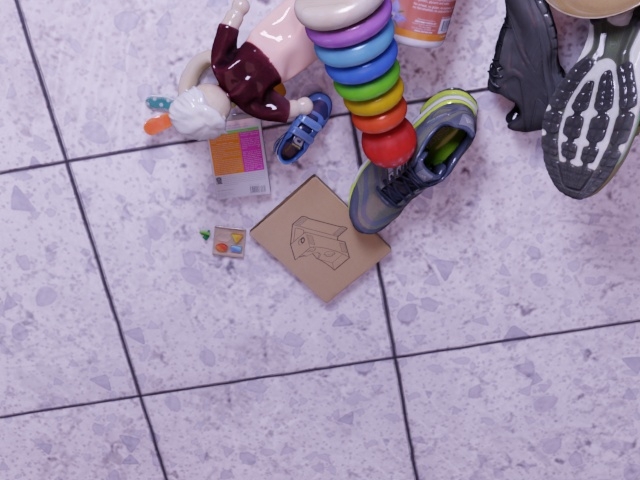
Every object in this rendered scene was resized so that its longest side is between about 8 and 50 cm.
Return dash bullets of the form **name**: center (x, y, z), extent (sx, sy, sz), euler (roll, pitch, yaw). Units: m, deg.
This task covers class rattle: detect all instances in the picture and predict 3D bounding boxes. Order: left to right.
- **rattle**: center (-0.183, -0.232, 1.764), extent (0.200, 0.143, 0.130), euler (-38, 79, 33)

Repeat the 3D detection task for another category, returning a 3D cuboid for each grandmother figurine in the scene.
- **grandmother figurine**: center (-0.088, -0.272, 1.631), extent (0.342, 0.104, 0.208), euler (-40, 99, -11)

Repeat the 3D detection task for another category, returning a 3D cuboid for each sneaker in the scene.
- **sneaker**: center (-0.028, -0.184, 1.770), extent (0.053, 0.059, 0.144), euler (31, 112, -12)
- **sneaker**: center (0.151, -0.121, 1.766), extent (0.111, 0.121, 0.300), euler (33, 112, -15)
- **sneaker**: center (0.323, -0.296, 1.691), extent (0.130, 0.109, 0.286), euler (-14, 114, 14)
- **sneaker**: center (0.487, -0.252, 1.643), extent (0.182, 0.158, 0.410), euler (9, 104, -45)

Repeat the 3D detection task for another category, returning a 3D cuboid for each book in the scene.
- **book**: center (-0.141, -0.144, 1.807), extent (0.096, 0.035, 0.144), euler (-6, 117, 0)

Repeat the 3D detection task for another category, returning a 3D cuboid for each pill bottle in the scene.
- **pill bottle**: center (0.159, -0.415, 1.619), extent (0.121, 0.121, 0.216), euler (12, 116, -5)

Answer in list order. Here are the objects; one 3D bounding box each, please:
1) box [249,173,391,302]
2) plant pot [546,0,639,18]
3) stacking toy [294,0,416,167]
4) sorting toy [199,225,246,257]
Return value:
- **box**: center (0.000, 0.000, 1.884), extent (0.164, 0.021, 0.201), euler (-40, 110, 18)
- **plant pot**: center (0.435, -0.432, 1.573), extent (0.236, 0.236, 0.032), euler (-38, 146, 17)
- **stacking toy**: center (0.078, -0.248, 1.613), extent (0.141, 0.141, 0.330), euler (-18, 129, 9)
- **sorting toy**: center (-0.177, 0.003, 1.891), extent (0.083, 0.012, 0.062), euler (6, 117, -3)
